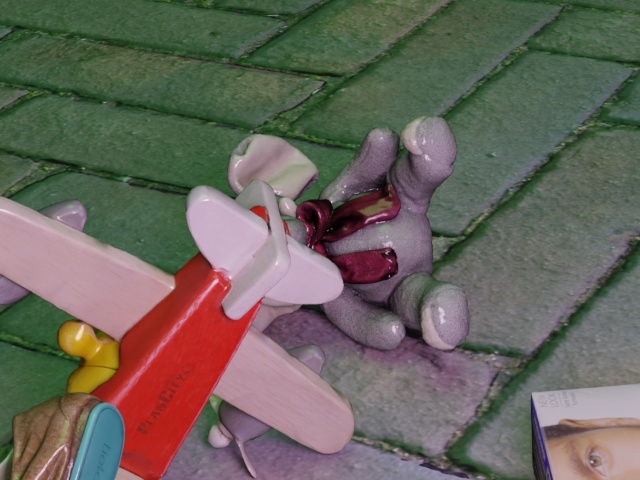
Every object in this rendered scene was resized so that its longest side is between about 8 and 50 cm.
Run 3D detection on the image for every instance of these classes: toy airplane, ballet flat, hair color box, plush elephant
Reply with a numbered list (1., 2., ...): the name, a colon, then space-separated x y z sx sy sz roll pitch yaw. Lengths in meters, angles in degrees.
1. toy airplane: -0.165 0.095 1.719 0.384 0.386 0.272 -16 23 -18
2. ballet flat: -0.264 0.290 1.477 0.124 0.116 0.342 -4 60 22
3. hair color box: 0.388 0.225 1.673 0.339 0.110 0.185 -6 28 1
4. plush elephant: 0.000 0.000 2.019 0.255 0.272 0.330 0 -4 -20
